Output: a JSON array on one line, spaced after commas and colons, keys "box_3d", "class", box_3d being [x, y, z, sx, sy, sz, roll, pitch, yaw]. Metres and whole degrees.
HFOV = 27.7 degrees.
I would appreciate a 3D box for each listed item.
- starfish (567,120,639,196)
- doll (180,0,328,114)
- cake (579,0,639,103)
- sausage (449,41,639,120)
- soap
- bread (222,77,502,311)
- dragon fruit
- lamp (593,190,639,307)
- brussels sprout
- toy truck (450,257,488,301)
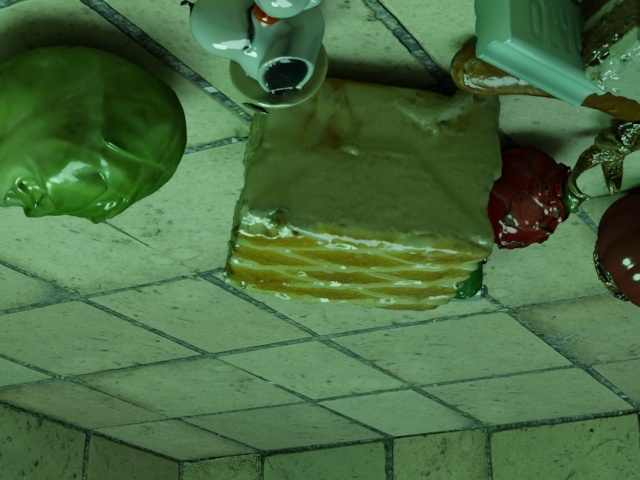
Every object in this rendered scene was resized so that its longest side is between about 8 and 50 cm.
[{"box_3d": [0.472, -0.142, 2.010, 0.146, 0.074, 0.190, 5, 141, -46], "class": "starfish"}, {"box_3d": [-0.045, -0.270, 1.647, 0.208, 0.144, 0.271, 27, 152, -31], "class": "doll"}, {"box_3d": [0.414, -0.262, 1.638, 0.134, 0.147, 0.135, 10, 155, -22], "class": "cake"}, {"box_3d": [0.330, -0.228, 1.823, 0.302, 0.076, 0.103, 9, 157, -19], "class": "sausage"}, {"box_3d": [0.286, -0.263, 1.679, 0.198, 0.119, 0.066, 19, 153, -38], "class": "soap"}, {"box_3d": [0.055, -0.065, 1.977, 0.390, 0.279, 0.371, 3, 160, -6], "class": "bread"}, {"box_3d": [0.319, -0.067, 2.103, 0.172, 0.172, 0.209, 17, 156, -34], "class": "dragon fruit"}, {"box_3d": [0.576, 0.023, 2.247, 0.227, 0.227, 0.227, 1, 158, 0], "class": "lamp"}, {"box_3d": [-0.349, -0.146, 1.847, 0.328, 0.247, 0.328, -1, 155, -1], "class": "brussels sprout"}, {"box_3d": [0.266, 0.042, 2.446, 0.101, 0.125, 0.242, -3, 159, 7], "class": "toy truck"}]
